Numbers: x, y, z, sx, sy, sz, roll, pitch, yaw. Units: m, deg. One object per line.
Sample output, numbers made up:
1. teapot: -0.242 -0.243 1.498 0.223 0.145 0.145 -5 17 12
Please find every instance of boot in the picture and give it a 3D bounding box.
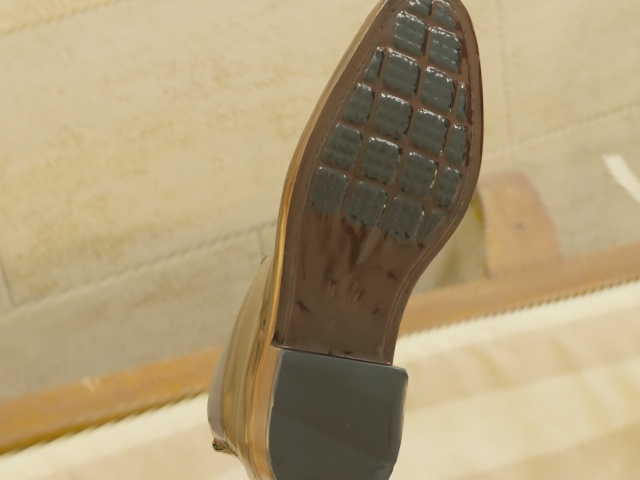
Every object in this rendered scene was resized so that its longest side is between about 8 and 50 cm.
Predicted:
1. boot: 0.000 0.000 0.696 0.082 0.106 0.219 19 81 -24
